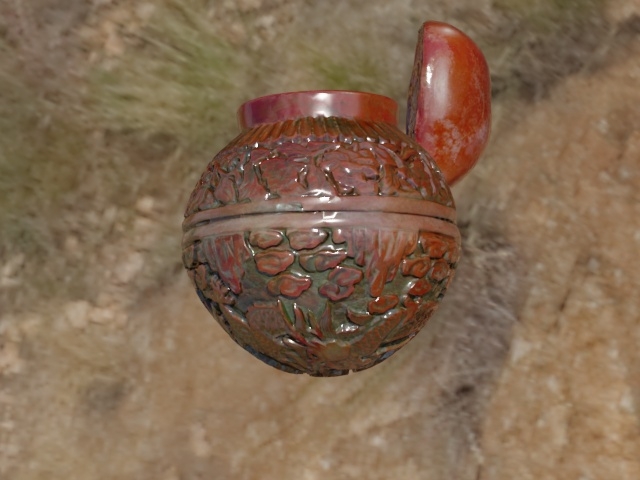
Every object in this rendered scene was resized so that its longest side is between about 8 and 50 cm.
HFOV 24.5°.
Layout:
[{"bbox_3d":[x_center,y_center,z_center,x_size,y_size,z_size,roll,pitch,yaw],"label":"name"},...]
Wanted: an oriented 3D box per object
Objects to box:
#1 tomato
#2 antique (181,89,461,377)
[{"bbox_3d":[0.126,-0.124,1.439,0.082,0.166,0.174,4,88,-1],"label":"tomato"},{"bbox_3d":[0.000,0.000,0.523,0.104,0.104,0.104,-10,72,34],"label":"antique"}]
